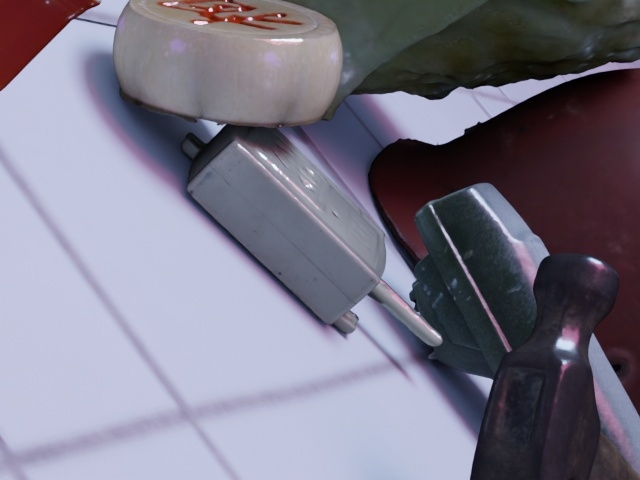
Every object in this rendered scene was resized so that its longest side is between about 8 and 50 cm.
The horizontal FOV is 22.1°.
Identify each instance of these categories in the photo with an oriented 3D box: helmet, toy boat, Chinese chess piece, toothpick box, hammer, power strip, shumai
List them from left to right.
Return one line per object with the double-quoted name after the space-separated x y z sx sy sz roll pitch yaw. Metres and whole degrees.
-0.135 -0.087 0.679 0.047 0.083 0.047 45 8 -8 "toothpick box"
-0.049 -0.098 0.863 0.122 0.051 0.122 8 18 -2 "Chinese chess piece"
0.000 0.000 0.868 0.175 0.042 0.075 43 17 -12 "power strip"
0.042 -0.185 1.045 0.330 0.292 0.288 41 49 12 "shumai"
0.126 0.092 0.924 0.260 0.085 0.078 62 21 8 "toy boat"
0.247 0.003 1.128 0.385 0.230 0.337 41 20 -24 "helmet"
0.204 0.173 0.868 0.440 0.044 0.168 39 63 -45 "hammer"
